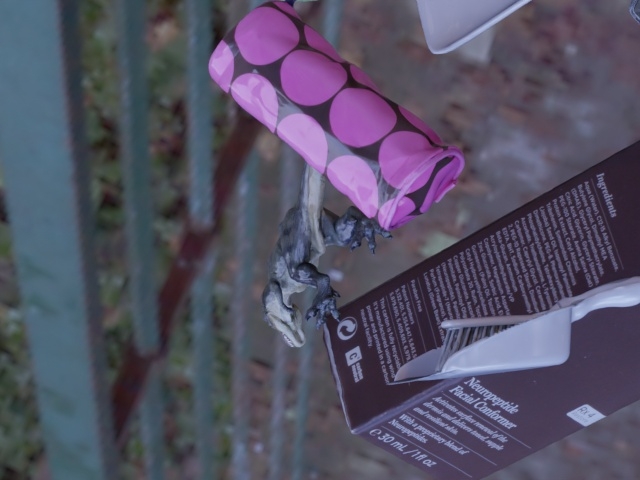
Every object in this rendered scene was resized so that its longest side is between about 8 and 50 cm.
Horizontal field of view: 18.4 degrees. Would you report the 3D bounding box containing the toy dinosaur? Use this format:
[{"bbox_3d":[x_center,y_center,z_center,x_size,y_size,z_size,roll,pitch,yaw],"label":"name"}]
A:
[{"bbox_3d":[0.000,0.000,1.722,0.064,0.118,0.268,-1,123,-31],"label":"toy dinosaur"}]

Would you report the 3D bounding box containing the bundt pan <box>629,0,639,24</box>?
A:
[{"bbox_3d":[0.457,-0.251,1.940,0.331,0.331,0.124,12,-168,17],"label":"bundt pan"}]

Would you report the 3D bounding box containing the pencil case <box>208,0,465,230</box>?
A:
[{"bbox_3d":[0.016,-0.095,1.492,0.209,0.095,0.098,45,-168,25],"label":"pencil case"}]

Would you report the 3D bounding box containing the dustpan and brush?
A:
[{"bbox_3d":[0.163,0.065,1.487,0.211,0.060,0.147,-6,175,-13],"label":"dustpan and brush"}]

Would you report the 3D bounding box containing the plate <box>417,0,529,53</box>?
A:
[{"bbox_3d":[0.176,-0.313,1.531,0.278,0.277,0.045,-28,149,32],"label":"plate"}]

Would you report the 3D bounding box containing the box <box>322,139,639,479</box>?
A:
[{"bbox_3d":[0.215,0.070,1.787,0.381,0.143,0.191,-32,141,22],"label":"box"}]
